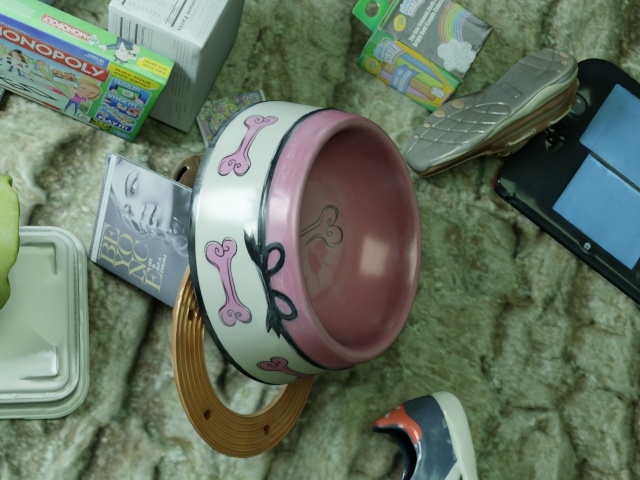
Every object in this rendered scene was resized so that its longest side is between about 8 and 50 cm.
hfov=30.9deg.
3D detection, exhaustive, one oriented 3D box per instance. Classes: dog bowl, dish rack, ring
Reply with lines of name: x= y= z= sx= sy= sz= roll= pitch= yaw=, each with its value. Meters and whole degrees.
dog bowl: x=0.000 y=0.000 z=1.613 sx=0.408 sy=0.150 sz=0.407 roll=6 pitch=83 yaw=-56
dish rack: x=-0.488 y=0.104 z=1.602 sx=0.333 sy=0.072 sz=0.285 roll=0 pitch=71 yaw=-16
ring: x=-0.104 y=0.134 z=1.620 sx=0.337 sy=0.032 sz=0.336 roll=-1 pitch=91 yaw=-56

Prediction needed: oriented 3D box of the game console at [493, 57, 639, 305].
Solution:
game console: x=0.526 y=-0.100 z=1.987 sx=0.387 sy=0.060 sz=0.342 roll=38 pitch=64 yaw=0

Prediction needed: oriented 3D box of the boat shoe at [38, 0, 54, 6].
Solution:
boat shoe: x=-0.446 y=-0.487 z=1.794 sx=0.157 sy=0.136 sz=0.367 roll=26 pitch=63 yaw=-7

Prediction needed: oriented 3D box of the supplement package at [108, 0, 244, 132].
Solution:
supplement package: x=-0.211 y=-0.326 z=1.729 sx=0.145 sy=0.262 sz=0.204 roll=24 pitch=66 yaw=-2

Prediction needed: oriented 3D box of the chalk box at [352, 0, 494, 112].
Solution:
chalk box: x=0.151 y=-0.336 z=1.922 sx=0.213 sy=0.132 sz=0.132 roll=32 pitch=66 yaw=-2

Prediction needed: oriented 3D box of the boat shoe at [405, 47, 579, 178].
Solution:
boat shoe: x=0.293 y=-0.187 z=1.906 sx=0.324 sy=0.116 sz=0.123 roll=-30 pitch=42 yaw=-3

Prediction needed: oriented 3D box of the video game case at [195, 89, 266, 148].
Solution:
video game case: x=-0.136 y=-0.189 z=1.846 sx=0.122 sy=0.011 sz=0.087 roll=-15 pitch=75 yaw=-21

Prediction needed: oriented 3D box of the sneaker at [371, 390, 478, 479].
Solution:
sneaker: x=0.168 y=0.399 z=1.668 sx=0.148 sy=0.131 sz=0.350 roll=-12 pitch=69 yaw=-13

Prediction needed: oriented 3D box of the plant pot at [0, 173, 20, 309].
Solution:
plant pot: x=-0.526 y=-0.005 z=1.470 sx=0.254 sy=0.276 sz=0.276 roll=5 pitch=69 yaw=-27

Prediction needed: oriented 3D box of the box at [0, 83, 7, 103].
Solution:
box: x=-0.505 y=-0.246 z=1.751 sx=0.067 sy=0.018 sz=0.083 roll=19 pitch=66 yaw=-9

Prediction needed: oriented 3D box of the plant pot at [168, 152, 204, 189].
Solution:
plant pot: x=-0.175 y=-0.041 z=1.695 sx=0.167 sy=0.165 sz=0.166 roll=5 pitch=70 yaw=-14

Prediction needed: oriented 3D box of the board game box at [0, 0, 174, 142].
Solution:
board game box: x=-0.389 y=-0.261 z=1.669 sx=0.317 sy=0.213 sz=0.046 roll=23 pitch=66 yaw=-13

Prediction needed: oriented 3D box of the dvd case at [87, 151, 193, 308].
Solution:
dvd case: x=-0.243 y=-0.014 z=1.620 sx=0.018 sy=0.221 sz=0.164 roll=-2 pitch=111 yaw=-48
